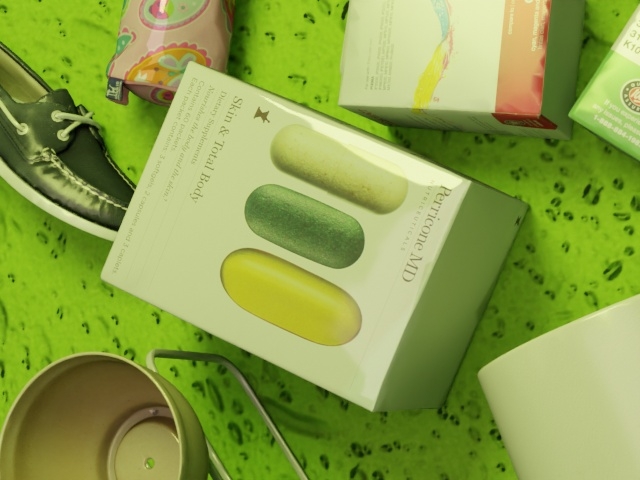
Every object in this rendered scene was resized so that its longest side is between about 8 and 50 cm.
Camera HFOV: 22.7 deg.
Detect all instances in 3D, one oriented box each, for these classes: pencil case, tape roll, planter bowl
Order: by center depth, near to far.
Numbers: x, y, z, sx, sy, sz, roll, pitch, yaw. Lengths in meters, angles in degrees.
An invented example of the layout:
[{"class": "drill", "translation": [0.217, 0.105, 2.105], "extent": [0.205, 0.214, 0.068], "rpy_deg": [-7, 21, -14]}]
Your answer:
[{"class": "tape roll", "translation": [0.261, 0.134, 1.205], "extent": [0.246, 0.246, 0.169], "rpy_deg": [-25, 77, 17]}, {"class": "planter bowl", "translation": [-0.152, 0.172, 1.232], "extent": [0.162, 0.109, 0.162], "rpy_deg": [-5, 78, 24]}, {"class": "pencil case", "translation": [-0.123, -0.258, 1.451], "extent": [0.124, 0.124, 0.284], "rpy_deg": [10, 91, 21]}]

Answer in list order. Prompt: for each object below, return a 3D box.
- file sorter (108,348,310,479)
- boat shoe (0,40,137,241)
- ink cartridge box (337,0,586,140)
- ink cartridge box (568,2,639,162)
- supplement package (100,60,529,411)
[{"class": "file sorter", "translation": [-0.168, 0.245, 1.391], "extent": [0.277, 0.193, 0.173], "rpy_deg": [-39, 71, 14]}, {"class": "boat shoe", "translation": [-0.265, -0.105, 1.496], "extent": [0.302, 0.114, 0.091], "rpy_deg": [35, 104, 19]}, {"class": "ink cartridge box", "translation": [0.120, -0.159, 1.343], "extent": [0.176, 0.128, 0.127], "rpy_deg": [5, 87, 21]}, {"class": "ink cartridge box", "translation": [0.360, -0.158, 1.257], "extent": [0.201, 0.117, 0.278], "rpy_deg": [35, 98, 20]}, {"class": "supplement package", "translation": [0.000, 0.000, 1.340], "extent": [0.262, 0.198, 0.199], "rpy_deg": [24, 94, 21]}]
